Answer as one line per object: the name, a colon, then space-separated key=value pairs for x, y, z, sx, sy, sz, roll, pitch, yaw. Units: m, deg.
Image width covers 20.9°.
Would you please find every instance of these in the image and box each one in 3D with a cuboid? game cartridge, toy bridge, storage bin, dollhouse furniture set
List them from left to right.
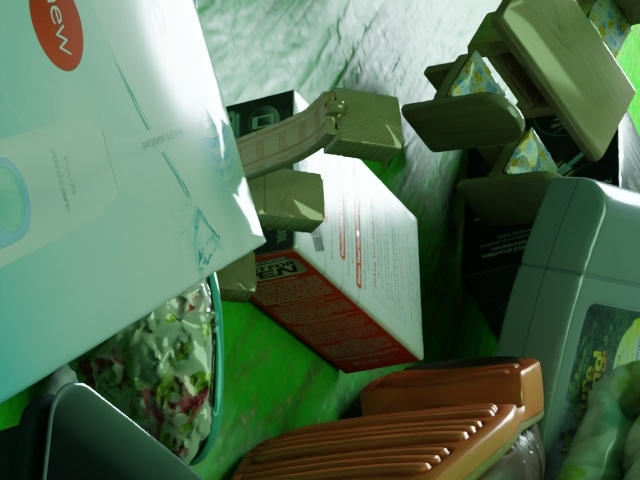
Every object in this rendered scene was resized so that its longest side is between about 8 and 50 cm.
storage bin: x=-0.094 y=0.121 z=0.586 sx=0.135 sy=0.091 sz=0.098 roll=47 pitch=36 yaw=-50
toy bridge: x=-0.029 y=-0.019 z=0.754 sx=0.063 sy=0.188 sz=0.026 roll=7 pitch=66 yaw=-21
dollhouse furniture set: x=0.159 y=-0.166 z=1.182 sx=0.242 sy=0.161 sz=0.212 roll=50 pitch=55 yaw=-28
game cartridge: x=0.180 y=0.112 z=1.140 sx=0.196 sy=0.060 sz=0.294 roll=9 pitch=90 yaw=-47

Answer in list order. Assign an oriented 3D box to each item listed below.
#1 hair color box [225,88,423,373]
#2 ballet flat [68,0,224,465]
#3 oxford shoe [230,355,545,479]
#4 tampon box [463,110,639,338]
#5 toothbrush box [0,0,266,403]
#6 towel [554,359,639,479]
hair color box: x=0.000 y=0.000 z=0.935 sx=0.167 sy=0.053 sz=0.093 roll=44 pitch=39 yaw=-55
ballet flat: x=-0.091 y=-0.020 z=0.716 sx=0.077 sy=0.091 sz=0.241 roll=12 pitch=58 yaw=-33
oxford shoe: x=0.054 y=0.148 z=0.892 sx=0.363 sy=0.130 sz=0.133 roll=-15 pitch=98 yaw=-68
tampon box: x=0.182 y=-0.013 z=1.293 sx=0.101 sy=0.120 sz=0.161 roll=56 pitch=30 yaw=-40
toothbrush box: x=-0.148 y=-0.055 z=0.511 sx=0.295 sy=0.126 sz=0.216 roll=-32 pitch=107 yaw=-68
towel: x=0.190 y=0.313 z=1.045 sx=0.374 sy=0.090 sz=0.321 roll=-61 pitch=140 yaw=-38
